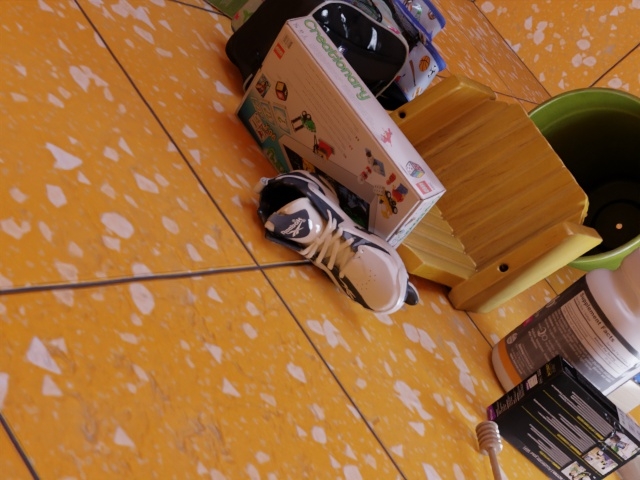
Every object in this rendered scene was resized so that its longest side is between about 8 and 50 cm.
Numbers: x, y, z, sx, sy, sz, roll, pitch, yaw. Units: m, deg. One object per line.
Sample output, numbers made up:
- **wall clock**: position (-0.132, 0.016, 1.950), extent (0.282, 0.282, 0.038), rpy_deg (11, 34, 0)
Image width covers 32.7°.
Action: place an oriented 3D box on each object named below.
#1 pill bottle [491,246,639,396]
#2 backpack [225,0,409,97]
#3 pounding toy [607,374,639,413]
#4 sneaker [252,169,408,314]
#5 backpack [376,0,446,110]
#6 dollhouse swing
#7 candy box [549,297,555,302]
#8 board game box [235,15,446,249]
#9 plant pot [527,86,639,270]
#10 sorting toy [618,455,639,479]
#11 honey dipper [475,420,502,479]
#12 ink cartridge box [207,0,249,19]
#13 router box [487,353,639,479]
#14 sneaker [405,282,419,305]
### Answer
- **pill bottle**: position (0.403, 0.143, 1.610), extent (0.162, 0.278, 0.162), rpy_deg (40, 23, -21)
- **backpack**: position (0.001, -0.304, 1.685), extent (0.253, 0.225, 0.191), rpy_deg (19, 39, -42)
- **pounding toy**: position (0.505, 0.207, 1.921), extent (0.130, 0.100, 0.141), rpy_deg (36, 25, -28)
- **sneaker**: position (0.000, 0.000, 1.360), extent (0.153, 0.094, 0.235), rpy_deg (3, 49, -58)
- **backpack**: position (0.098, -0.368, 1.966), extent (0.263, 0.213, 0.276), rpy_deg (49, -3, -41)
- **dollhouse swing**: position (0.214, -0.108, 1.698), extent (0.347, 0.315, 0.305), rpy_deg (60, 5, 26)
- **candy box**: position (0.508, 0.196, 2.042), extent (0.206, 0.027, 0.105), rpy_deg (36, 23, -26)
- **board game box**: position (0.017, -0.122, 1.460), extent (0.053, 0.193, 0.305), rpy_deg (-23, 71, -39)
- **plant pot**: position (0.593, -0.079, 2.285), extent (0.353, 0.366, 0.366), rpy_deg (34, 24, -57)
- **sorting toy**: position (0.547, 0.385, 1.802), extent (0.208, 0.038, 0.193), rpy_deg (27, 30, -32)
- **honey dipper**: position (0.222, 0.293, 1.364), extent (0.030, 0.030, 0.161), rpy_deg (36, 27, -27)
- **ink cartridge box**: position (-0.168, -0.437, 1.809), extent (0.209, 0.062, 0.109), rpy_deg (29, 29, -38)
- **router box**: position (0.337, 0.256, 1.496), extent (0.179, 0.133, 0.046), rpy_deg (42, 24, -16)
- **sneaker**: position (0.101, 0.066, 1.525), extent (0.083, 0.031, 0.035), rpy_deg (41, 37, -7)
